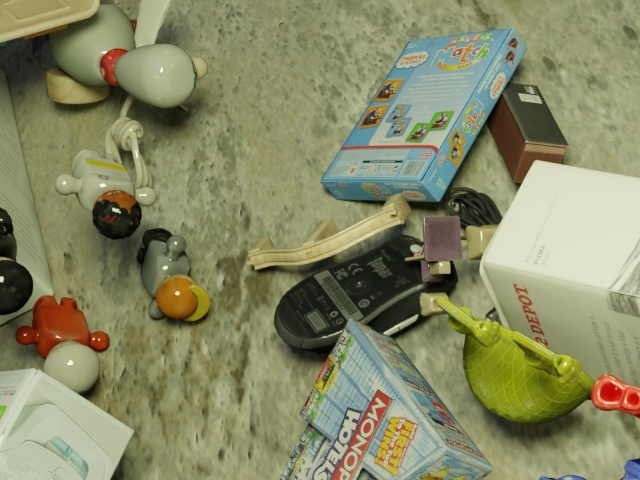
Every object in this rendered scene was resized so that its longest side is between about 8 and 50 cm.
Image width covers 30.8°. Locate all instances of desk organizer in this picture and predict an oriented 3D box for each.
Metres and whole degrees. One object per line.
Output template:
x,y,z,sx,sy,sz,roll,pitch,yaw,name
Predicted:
0.212,-0.112,1.207,0.047,0.050,0.130,6,34,-11,desk organizer

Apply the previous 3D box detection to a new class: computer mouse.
0.098,0.064,1.131,0.262,0.060,0.184,-31,44,-14,computer mouse

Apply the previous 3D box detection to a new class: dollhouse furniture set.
0.140,0.024,1.106,0.114,0.081,0.090,-2,86,-15,dollhouse furniture set

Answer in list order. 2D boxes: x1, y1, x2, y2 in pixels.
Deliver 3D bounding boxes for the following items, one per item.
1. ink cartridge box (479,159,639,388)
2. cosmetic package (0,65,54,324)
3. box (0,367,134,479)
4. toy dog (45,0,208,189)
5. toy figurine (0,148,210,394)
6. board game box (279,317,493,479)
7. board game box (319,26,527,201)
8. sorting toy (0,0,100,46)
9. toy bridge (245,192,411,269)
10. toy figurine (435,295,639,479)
0.297,0.057,0.940,0.283,0.207,0.117,14,62,32,ink cartridge box
-0.484,-0.113,1.419,0.162,0.230,0.453,-28,48,5,cosmetic package
-0.335,0.250,1.087,0.262,0.127,0.231,-12,47,48,box
-0.227,-0.231,1.435,0.161,0.220,0.333,-20,50,-32,toy dog
-0.244,0.033,1.210,0.210,0.213,0.148,-29,37,-3,toy figurine
0.048,0.189,0.982,0.194,0.060,0.194,27,90,58,board game box
0.110,-0.135,1.251,0.160,0.039,0.211,4,57,50,board game box
-0.390,-0.275,1.371,0.208,0.038,0.193,-27,45,-24,sorting toy
0.000,0.000,1.202,0.188,0.026,0.063,-18,19,28,toy bridge
0.210,0.216,0.876,0.363,0.191,0.217,24,89,28,toy figurine
